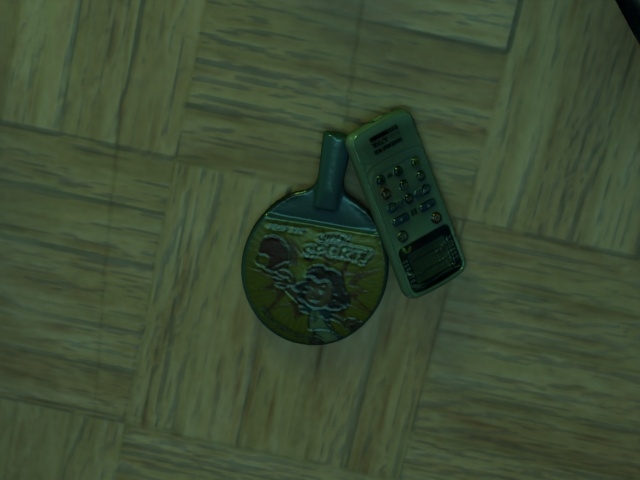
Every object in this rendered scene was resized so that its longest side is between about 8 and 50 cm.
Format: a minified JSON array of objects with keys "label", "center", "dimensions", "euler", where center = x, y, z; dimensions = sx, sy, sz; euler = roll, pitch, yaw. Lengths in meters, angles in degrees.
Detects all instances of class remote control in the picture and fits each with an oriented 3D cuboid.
[{"label":"remote control","center":[0.057,-0.024,1.148],"dimensions":[0.053,0.018,0.124],"euler":[-28,108,-22]}]

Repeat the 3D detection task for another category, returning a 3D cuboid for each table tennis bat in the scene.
[{"label":"table tennis bat","center":[0.000,0.000,1.168],"dimensions":[0.100,0.019,0.155],"euler":[11,111,0]}]

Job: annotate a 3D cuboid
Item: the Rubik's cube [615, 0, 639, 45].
[{"label":"Rubik's cube","center":[0.349,-0.133,0.940],"dimensions":[0.292,0.287,0.293],"euler":[-28,105,24]}]
